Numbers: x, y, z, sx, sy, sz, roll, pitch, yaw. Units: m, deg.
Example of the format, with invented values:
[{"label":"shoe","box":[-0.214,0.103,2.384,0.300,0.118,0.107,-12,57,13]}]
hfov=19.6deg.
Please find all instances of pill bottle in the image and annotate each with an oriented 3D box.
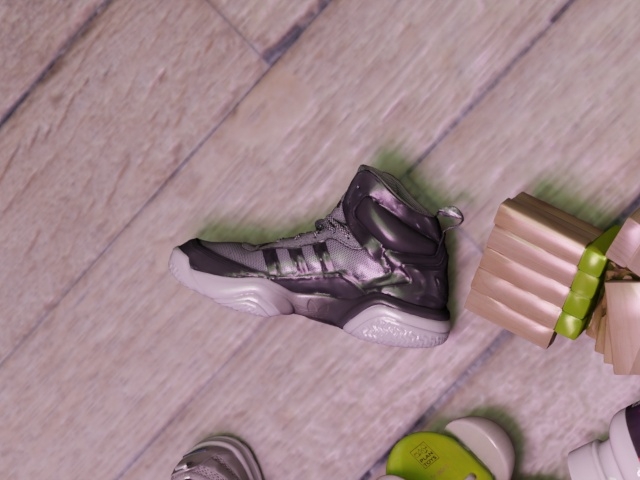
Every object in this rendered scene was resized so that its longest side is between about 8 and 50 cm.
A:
[{"label":"pill bottle","box":[0.313,0.176,1.575,0.193,0.108,0.108,-28,82,17]}]

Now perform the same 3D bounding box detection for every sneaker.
[{"label":"sneaker","box":[0.000,0.000,1.690,0.268,0.101,0.153,13,95,13]},{"label":"sneaker","box":[-0.079,0.323,1.710,0.105,0.115,0.281,-27,82,18]}]

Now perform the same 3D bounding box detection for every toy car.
[{"label":"toy car","box":[0.118,0.257,1.642,0.182,0.159,0.136,49,144,9]}]

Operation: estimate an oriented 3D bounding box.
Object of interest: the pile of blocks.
[{"label":"pile of blocks","box":[0.310,0.030,1.582,0.362,0.112,0.149,2,106,26]}]
